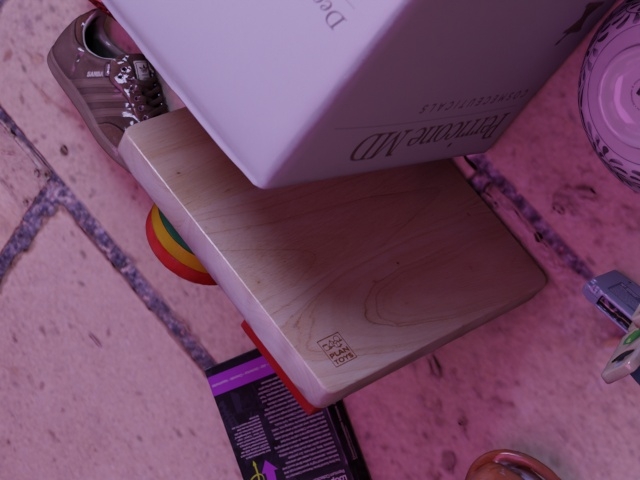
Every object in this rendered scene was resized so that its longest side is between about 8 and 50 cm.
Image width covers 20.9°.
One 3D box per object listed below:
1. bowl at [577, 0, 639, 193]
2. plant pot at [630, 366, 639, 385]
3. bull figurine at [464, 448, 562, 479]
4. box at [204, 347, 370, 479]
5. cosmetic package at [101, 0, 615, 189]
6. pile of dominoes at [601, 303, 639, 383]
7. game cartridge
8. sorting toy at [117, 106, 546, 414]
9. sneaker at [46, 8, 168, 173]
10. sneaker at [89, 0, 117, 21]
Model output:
[{"bbox_3d":[0.251,-0.106,1.271,0.170,0.080,0.170,5,100,33],"label":"bowl"},{"bbox_3d":[0.356,0.109,1.180,0.166,0.165,0.234,-34,94,31],"label":"plant pot"},{"bbox_3d":[0.139,0.324,1.391,0.188,0.101,0.310,26,112,23],"label":"bull figurine"},{"bbox_3d":[-0.027,0.169,1.518,0.116,0.029,0.162,-23,82,34],"label":"box"},{"bbox_3d":[0.059,-0.296,1.221,0.327,0.329,0.393,50,120,17],"label":"cosmetic package"},{"bbox_3d":[0.282,-0.011,1.150,0.196,0.251,0.040,-34,99,39],"label":"pile of dominoes"},{"bbox_3d":[0.241,0.056,1.313,0.083,0.056,0.017,43,124,22],"label":"game cartridge"},{"bbox_3d":[0.000,0.000,1.354,0.255,0.257,0.089,51,136,17],"label":"sorting toy"},{"bbox_3d":[-0.173,-0.127,1.550,0.188,0.066,0.071,48,117,18],"label":"sneaker"},{"bbox_3d":[-0.127,-0.220,1.510,0.225,0.088,0.092,22,83,32],"label":"sneaker"}]
